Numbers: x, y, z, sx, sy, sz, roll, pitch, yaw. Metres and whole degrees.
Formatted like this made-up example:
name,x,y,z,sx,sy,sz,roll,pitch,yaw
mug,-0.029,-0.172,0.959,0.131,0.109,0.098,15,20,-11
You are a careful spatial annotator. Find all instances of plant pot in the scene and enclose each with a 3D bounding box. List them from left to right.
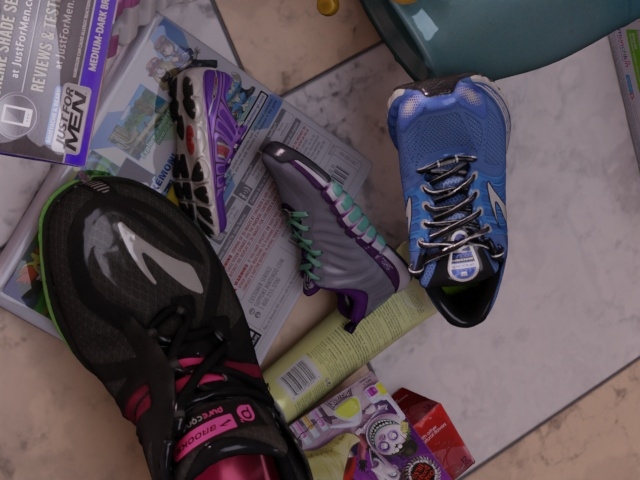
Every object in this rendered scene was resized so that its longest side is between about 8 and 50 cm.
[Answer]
name,x,y,z,sx,sy,sz,roll,pitch,yaw
plant pot,0.175,-0.285,1.669,0.255,0.271,0.272,-33,112,-4

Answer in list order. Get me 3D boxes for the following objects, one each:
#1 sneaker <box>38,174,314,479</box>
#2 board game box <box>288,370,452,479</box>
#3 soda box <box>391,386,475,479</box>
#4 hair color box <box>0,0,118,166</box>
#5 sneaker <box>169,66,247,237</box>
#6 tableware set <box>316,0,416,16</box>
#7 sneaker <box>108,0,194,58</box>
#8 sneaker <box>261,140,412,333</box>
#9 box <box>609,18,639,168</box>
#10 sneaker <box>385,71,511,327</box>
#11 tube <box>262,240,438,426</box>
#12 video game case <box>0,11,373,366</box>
name,x,y,z,sx,sy,sz,roll,pitch,yaw
sneaker,-0.107,0.149,1.534,0.185,0.202,0.483,-28,91,-20
board game box,-0.028,0.310,1.660,0.347,0.056,0.208,-33,79,-16
soda box,0.035,0.279,1.764,0.263,0.083,0.092,-39,113,-18
hair color box,-0.286,-0.171,1.387,0.110,0.339,0.185,10,92,-28
sneaker,-0.103,-0.087,1.610,0.071,0.068,0.170,-7,100,-32
tableware set,0.057,-0.269,1.566,0.154,0.024,0.104,-31,93,12
sneaker,-0.173,-0.271,1.575,0.236,0.104,0.095,-38,156,-35
sneaker,0.000,0.000,1.668,0.098,0.083,0.224,-47,116,-8
box,0.461,-0.142,1.843,0.127,0.231,0.262,-23,107,-23
sneaker,0.145,-0.034,1.662,0.130,0.147,0.330,-10,137,5
tube,0.030,0.107,1.756,0.240,0.062,0.070,-39,154,-22
video game case,-0.138,-0.016,1.660,0.300,0.036,0.329,33,82,-27
